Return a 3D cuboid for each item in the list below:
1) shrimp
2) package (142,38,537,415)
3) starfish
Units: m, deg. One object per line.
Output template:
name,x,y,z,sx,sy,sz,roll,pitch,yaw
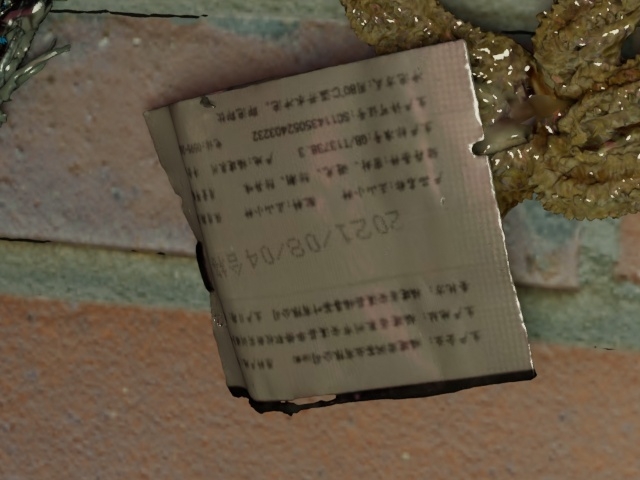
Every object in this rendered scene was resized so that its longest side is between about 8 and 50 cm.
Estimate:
shrimp,-0.230,-0.098,1.154,0.082,0.076,0.174,34,107,8
package,0.000,0.000,1.042,0.251,0.062,0.204,-9,100,42
starfish,0.147,-0.097,0.976,0.293,0.084,0.302,-10,94,40
